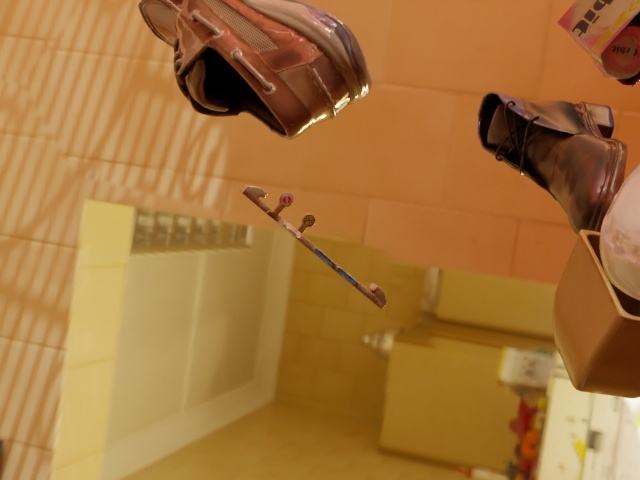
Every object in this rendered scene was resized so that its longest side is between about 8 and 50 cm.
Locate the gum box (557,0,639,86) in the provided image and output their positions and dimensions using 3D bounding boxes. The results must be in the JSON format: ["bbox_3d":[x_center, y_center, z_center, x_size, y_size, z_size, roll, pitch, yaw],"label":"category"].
[{"bbox_3d":[0.343,-0.259,1.012,0.188,0.062,0.107,-50,28,17],"label":"gum box"}]

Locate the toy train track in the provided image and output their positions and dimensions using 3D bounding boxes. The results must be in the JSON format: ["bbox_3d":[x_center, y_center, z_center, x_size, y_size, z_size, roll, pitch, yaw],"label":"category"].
[{"bbox_3d":[0.000,0.000,0.437,0.014,0.083,0.048,-50,14,-2],"label":"toy train track"}]

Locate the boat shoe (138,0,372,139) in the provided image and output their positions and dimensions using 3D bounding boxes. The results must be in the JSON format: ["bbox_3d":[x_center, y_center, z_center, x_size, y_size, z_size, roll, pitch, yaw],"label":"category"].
[{"bbox_3d":[-0.094,-0.186,0.947,0.116,0.324,0.123,-46,-47,-14],"label":"boat shoe"}]

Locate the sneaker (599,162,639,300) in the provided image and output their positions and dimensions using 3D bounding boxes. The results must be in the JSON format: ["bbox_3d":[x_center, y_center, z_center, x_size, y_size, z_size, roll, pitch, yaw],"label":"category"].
[{"bbox_3d":[0.229,-0.090,0.461,0.290,0.106,0.123,-39,-55,-19],"label":"sneaker"}]

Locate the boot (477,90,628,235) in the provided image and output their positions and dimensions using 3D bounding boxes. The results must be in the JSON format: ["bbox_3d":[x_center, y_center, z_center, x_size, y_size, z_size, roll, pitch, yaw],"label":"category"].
[{"bbox_3d":[0.172,-0.060,0.752,0.219,0.106,0.082,-67,-11,-65],"label":"boot"}]

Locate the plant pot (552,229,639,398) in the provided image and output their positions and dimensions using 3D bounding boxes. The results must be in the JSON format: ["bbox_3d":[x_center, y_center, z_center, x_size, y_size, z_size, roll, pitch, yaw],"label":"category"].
[{"bbox_3d":[0.194,0.055,0.622,0.081,0.081,0.083,-100,25,-49],"label":"plant pot"}]
